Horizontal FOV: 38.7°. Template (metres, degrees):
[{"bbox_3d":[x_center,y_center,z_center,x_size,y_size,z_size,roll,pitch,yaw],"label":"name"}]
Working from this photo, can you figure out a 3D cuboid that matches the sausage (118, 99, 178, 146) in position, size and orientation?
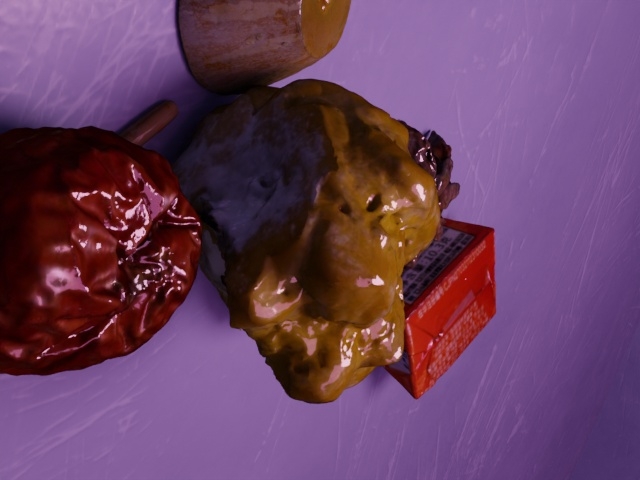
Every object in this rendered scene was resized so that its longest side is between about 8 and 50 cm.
[{"bbox_3d":[-0.193,-0.099,0.915,0.132,0.024,0.024,-43,144,-23],"label":"sausage"}]

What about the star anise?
[{"bbox_3d":[0.129,-0.045,1.329,0.223,0.109,0.235,1,112,-59],"label":"star anise"}]

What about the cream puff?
[{"bbox_3d":[0.001,-0.008,0.961,0.274,0.323,0.270,-42,139,3],"label":"cream puff"}]

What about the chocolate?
[{"bbox_3d":[0.191,0.107,1.529,0.237,0.108,0.234,-43,144,-23],"label":"chocolate"}]

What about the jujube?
[{"bbox_3d":[-0.222,0.008,0.780,0.232,0.213,0.212,-3,118,-59],"label":"jujube"}]

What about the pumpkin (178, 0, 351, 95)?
[{"bbox_3d":[-0.034,-0.245,0.949,0.217,0.110,0.217,-32,133,-41],"label":"pumpkin"}]
